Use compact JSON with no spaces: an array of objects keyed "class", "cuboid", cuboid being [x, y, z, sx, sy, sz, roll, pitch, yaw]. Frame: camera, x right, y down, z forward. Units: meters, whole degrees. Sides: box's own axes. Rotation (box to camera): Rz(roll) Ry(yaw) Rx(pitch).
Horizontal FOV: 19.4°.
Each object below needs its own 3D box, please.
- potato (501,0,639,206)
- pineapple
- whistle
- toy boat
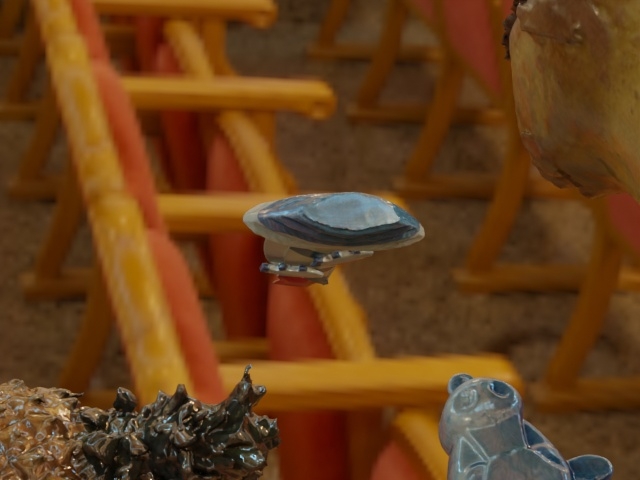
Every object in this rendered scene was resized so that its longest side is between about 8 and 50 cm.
[{"class":"potato","cuboid":[0.295,-0.044,1.312,0.397,0.296,0.290,-9,-25,32]},{"class":"pineapple","cuboid":[-0.208,0.183,1.478,0.362,0.202,0.202,-20,22,10]},{"class":"whistle","cuboid":[0.155,0.215,1.426,0.180,0.093,0.269,-17,57,-15]},{"class":"toy boat","cuboid":[-0.007,-0.003,1.152,0.105,0.034,0.149,13,-18,-32]}]
